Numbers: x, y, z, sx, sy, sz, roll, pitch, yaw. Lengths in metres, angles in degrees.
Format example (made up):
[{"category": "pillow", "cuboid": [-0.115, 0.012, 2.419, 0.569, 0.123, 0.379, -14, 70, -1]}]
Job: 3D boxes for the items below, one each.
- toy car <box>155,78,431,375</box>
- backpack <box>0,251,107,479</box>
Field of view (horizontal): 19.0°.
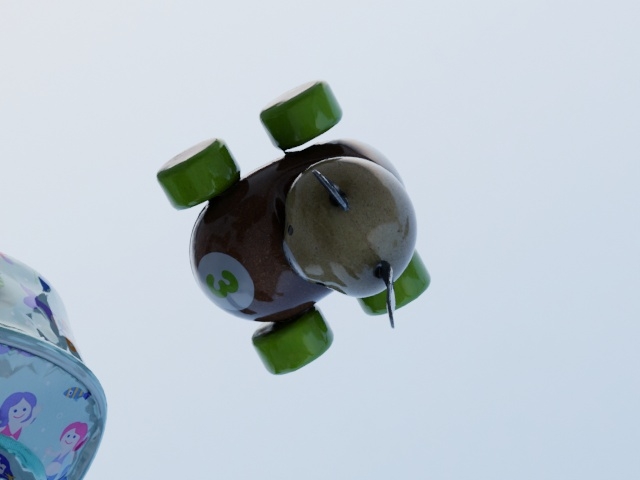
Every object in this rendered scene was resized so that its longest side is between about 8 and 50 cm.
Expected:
[{"category": "toy car", "cuboid": [0.000, 0.000, 1.170, 0.149, 0.155, 0.188, -31, -167, -7]}, {"category": "backpack", "cuboid": [-0.242, 0.124, 1.048, 0.253, 0.225, 0.191, -58, -144, 17]}]
